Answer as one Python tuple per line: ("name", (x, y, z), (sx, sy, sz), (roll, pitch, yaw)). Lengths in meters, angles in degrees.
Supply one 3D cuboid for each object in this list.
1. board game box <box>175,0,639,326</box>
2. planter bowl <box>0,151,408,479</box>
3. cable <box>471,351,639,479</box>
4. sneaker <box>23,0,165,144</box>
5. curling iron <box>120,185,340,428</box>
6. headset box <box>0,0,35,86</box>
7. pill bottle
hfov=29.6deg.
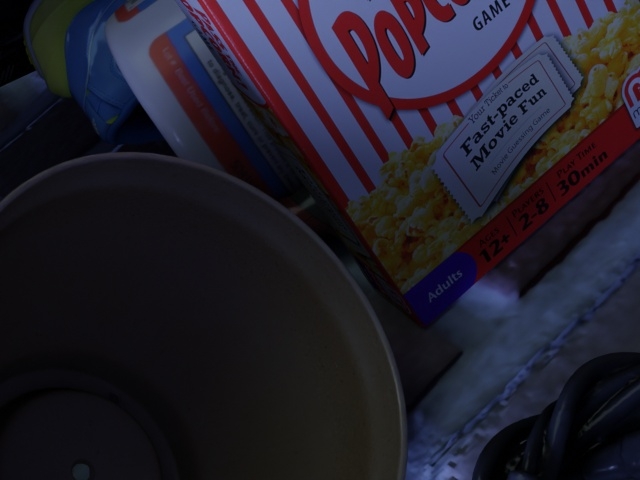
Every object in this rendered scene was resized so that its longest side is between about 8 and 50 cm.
("board game box", (0.039, -0.083, 0.452), (0.147, 0.193, 0.045), (-41, 34, -7))
("planter bowl", (-0.066, 0.065, 0.418), (0.109, 0.162, 0.162), (-41, 23, 44))
("cable", (0.081, 0.096, 0.328), (0.184, 0.047, 0.150), (-37, 34, 0))
("sneaker", (-0.042, -0.124, 0.695), (0.240, 0.091, 0.126), (-27, 64, -7))
("curling iron", (0.000, 0.000, 0.528), (0.274, 0.035, 0.068), (-38, 38, -2))
("headset box", (-0.235, -0.157, 0.711), (0.293, 0.110, 0.218), (-31, -3, -21))
("pill bottle", (0.021, -0.113, 0.567), (0.221, 0.124, 0.124), (-34, 34, 3))
